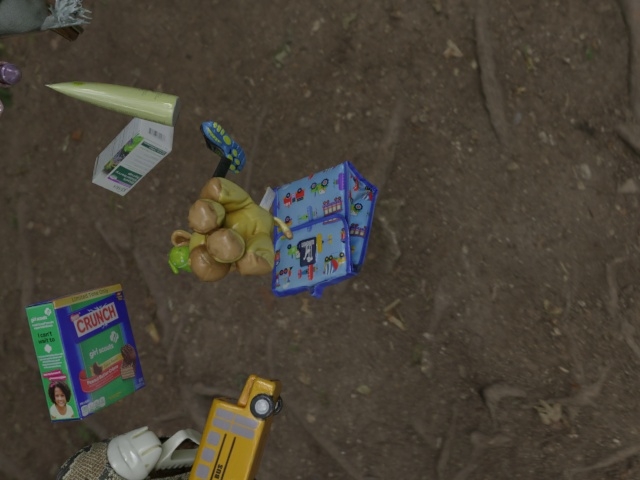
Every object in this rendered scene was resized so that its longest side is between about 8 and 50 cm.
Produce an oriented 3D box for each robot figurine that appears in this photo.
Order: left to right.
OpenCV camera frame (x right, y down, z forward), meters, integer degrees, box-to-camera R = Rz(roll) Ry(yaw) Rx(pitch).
[{"bbox_3d":[-0.373,0.049,1.734,0.101,0.115,0.067,-25,63,16],"label":"robot figurine"}]

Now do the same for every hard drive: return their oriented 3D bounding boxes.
[{"bbox_3d":[-0.208,-0.090,1.182,0.135,0.022,0.094,-44,23,60],"label":"hard drive"}]

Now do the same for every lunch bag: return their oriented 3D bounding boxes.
[{"bbox_3d":[0.000,0.000,1.415,0.221,0.138,0.293,-17,53,33],"label":"lunch bag"}]

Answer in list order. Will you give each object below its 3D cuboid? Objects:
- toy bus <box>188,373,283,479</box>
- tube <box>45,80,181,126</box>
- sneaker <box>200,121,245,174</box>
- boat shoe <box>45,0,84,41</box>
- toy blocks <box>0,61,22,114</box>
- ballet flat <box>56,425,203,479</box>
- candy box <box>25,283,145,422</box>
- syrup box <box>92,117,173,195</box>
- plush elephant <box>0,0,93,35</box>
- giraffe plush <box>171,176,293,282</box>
[{"bbox_3d":[-0.181,0.439,1.289,0.130,0.108,0.333,15,81,10],"label":"toy bus"},{"bbox_3d":[-0.396,-0.277,1.210,0.240,0.070,0.062,12,65,-3],"label":"tube"},{"bbox_3d":[-0.285,-0.275,1.828,0.067,0.188,0.078,-46,35,-14],"label":"sneaker"},{"bbox_3d":[-0.679,-0.513,1.369,0.104,0.307,0.111,-60,11,-1],"label":"boat shoe"},{"bbox_3d":[-0.893,-0.369,1.477,0.260,0.288,0.309,6,65,36],"label":"toy blocks"},{"bbox_3d":[-0.408,0.532,1.546,0.182,0.483,0.164,-42,61,15],"label":"ballet flat"},{"bbox_3d":[-0.640,0.298,1.721,0.122,0.268,0.317,-13,92,22],"label":"candy box"},{"bbox_3d":[-0.482,-0.220,1.600,0.237,0.093,0.096,-33,46,34],"label":"syrup box"},{"bbox_3d":[-0.617,-0.509,1.151,0.330,0.272,0.255,-8,109,2],"label":"plush elephant"},{"bbox_3d":[-0.172,0.000,1.086,0.170,0.210,0.181,-36,95,30],"label":"giraffe plush"}]
